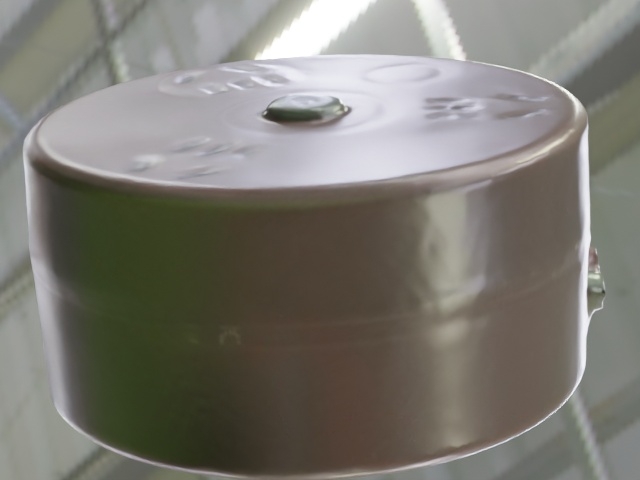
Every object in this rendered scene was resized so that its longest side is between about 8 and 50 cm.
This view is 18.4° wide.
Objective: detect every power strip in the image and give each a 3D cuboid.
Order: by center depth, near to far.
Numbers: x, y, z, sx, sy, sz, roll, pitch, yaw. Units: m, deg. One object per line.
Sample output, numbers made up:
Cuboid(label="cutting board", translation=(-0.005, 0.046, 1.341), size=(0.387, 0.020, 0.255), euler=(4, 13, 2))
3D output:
Cuboid(label="power strip", translation=(0.000, 0.000, 0.528), size=(0.154, 0.154, 0.078), euler=(19, -62, 51))
